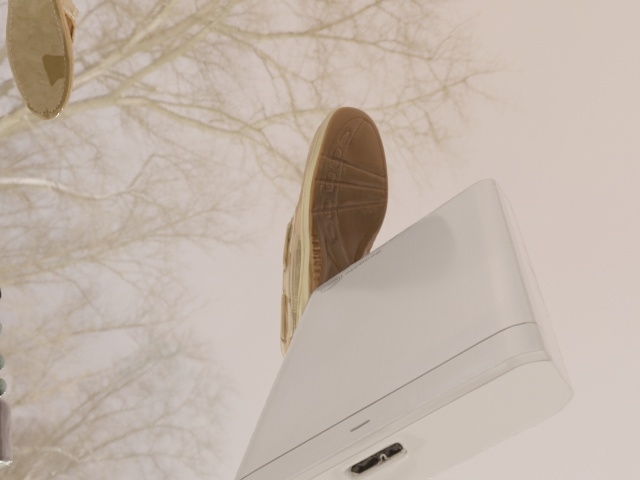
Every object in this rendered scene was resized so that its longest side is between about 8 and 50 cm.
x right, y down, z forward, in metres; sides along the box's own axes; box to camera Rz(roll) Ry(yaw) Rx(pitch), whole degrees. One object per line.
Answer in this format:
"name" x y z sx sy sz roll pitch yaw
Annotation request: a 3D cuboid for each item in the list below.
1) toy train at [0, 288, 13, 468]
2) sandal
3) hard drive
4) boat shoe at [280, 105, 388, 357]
"toy train" -0.545 0.196 1.030 0.142 0.190 0.334 108 -28 -67
"sandal" -0.296 -0.260 0.794 0.088 0.079 0.240 3 -66 22
"hard drive" 0.060 0.071 0.577 0.233 0.353 0.047 -34 -80 18
"boat shoe" 0.000 0.000 0.924 0.110 0.121 0.341 3 -96 55
